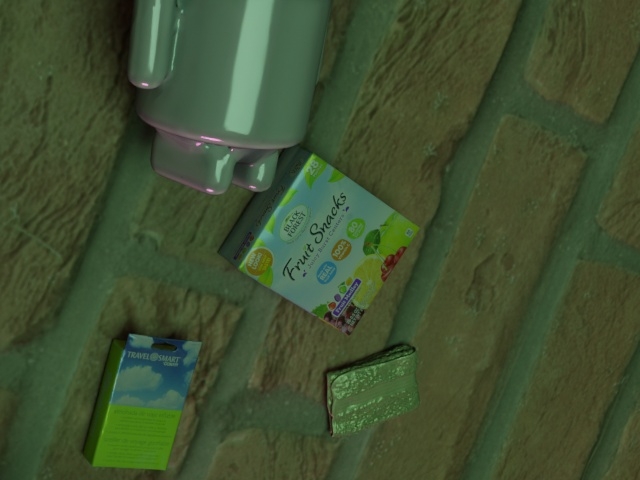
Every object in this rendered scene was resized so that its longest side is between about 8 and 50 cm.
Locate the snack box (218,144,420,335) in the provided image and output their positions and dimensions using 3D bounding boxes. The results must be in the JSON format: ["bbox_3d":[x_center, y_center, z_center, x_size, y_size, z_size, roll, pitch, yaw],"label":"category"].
[{"bbox_3d":[0.000,0.000,1.709,0.207,0.070,0.174,32,91,-33],"label":"snack box"}]

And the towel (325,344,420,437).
[{"bbox_3d":[0.074,0.212,1.858,0.148,0.027,0.110,-17,117,-25],"label":"towel"}]

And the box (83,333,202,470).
[{"bbox_3d":[-0.223,0.198,1.666,0.109,0.042,0.178,9,103,-34],"label":"box"}]

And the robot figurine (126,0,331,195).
[{"bbox_3d":[-0.096,-0.232,1.485,0.300,0.200,0.353,-8,114,-53],"label":"robot figurine"}]
